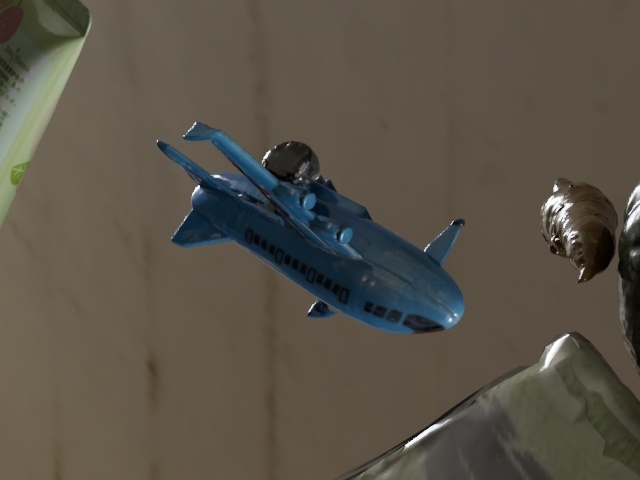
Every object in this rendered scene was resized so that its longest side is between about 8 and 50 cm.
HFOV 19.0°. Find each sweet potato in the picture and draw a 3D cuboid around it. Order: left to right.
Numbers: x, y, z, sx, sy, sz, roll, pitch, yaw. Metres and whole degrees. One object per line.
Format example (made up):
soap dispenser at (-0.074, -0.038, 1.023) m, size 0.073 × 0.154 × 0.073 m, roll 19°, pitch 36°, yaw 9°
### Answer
sweet potato at (0.207, -0.013, 1.538) m, size 0.274 × 0.067 × 0.067 m, roll -72°, pitch 141°, yaw -78°

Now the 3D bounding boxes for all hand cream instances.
hand cream at (-0.269, -0.073, 1.464) m, size 0.147 × 0.093 × 0.306 m, roll 47°, pitch -62°, yaw 42°

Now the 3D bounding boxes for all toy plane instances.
toy plane at (0.000, 0.000, 1.425) m, size 0.271 × 0.105 × 0.254 m, roll 17°, pitch -24°, yaw 32°

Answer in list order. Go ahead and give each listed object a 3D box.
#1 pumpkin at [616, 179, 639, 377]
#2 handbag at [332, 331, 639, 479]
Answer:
pumpkin at (0.303, 0.027, 1.455) m, size 0.157 × 0.224 × 0.224 m, roll -4°, pitch -64°, yaw 27°
handbag at (0.001, 0.221, 0.519) m, size 0.162 × 0.325 × 0.327 m, roll 57°, pitch -3°, yaw 44°
